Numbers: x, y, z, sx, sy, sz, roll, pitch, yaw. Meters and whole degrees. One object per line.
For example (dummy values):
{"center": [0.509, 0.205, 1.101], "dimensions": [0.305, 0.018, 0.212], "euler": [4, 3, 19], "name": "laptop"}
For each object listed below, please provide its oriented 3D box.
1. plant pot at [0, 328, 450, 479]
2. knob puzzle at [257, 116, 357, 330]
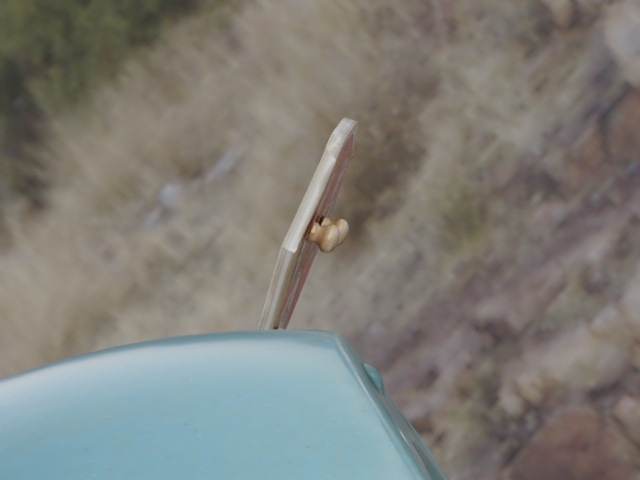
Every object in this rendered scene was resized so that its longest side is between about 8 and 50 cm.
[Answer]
{"center": [-0.041, 0.159, 0.477], "dimensions": [0.235, 0.293, 0.293], "euler": [-35, 15, 1], "name": "plant pot"}
{"center": [0.000, 0.000, 1.343], "dimensions": [0.213, 0.030, 0.213], "euler": [20, -90, -86], "name": "knob puzzle"}
